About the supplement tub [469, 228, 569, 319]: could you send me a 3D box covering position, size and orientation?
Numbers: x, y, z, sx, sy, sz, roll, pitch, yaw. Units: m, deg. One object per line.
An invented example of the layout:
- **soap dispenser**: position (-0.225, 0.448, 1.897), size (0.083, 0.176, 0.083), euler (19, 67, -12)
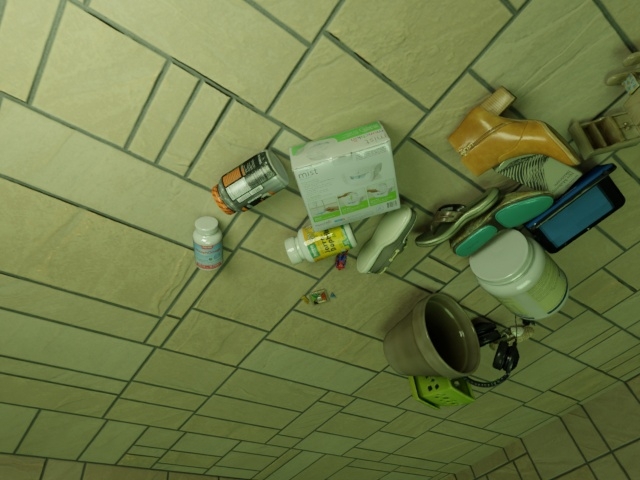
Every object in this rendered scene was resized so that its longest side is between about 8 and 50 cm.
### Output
- **supplement tub**: position (0.695, 0.119, 1.475), size (0.235, 0.235, 0.325), euler (-40, 127, 22)

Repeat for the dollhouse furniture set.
- **dollhouse furniture set**: position (0.815, -0.339, 1.118), size (0.161, 0.211, 0.242), euler (-14, 159, -1)

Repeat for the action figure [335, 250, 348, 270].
- **action figure**: position (0.073, 0.065, 1.444), size (0.038, 0.030, 0.115), euler (3, 135, -7)

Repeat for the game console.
- **game console**: position (0.830, -0.086, 1.347), size (0.293, 0.250, 0.173), euler (-43, 82, 20)

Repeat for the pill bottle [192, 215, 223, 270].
- **pill bottle**: position (-0.340, 0.009, 1.273), size (0.087, 0.087, 0.160), euler (-1, 131, -10)

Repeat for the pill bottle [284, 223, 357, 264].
- **pill bottle**: position (0.000, 0.000, 1.312), size (0.209, 0.117, 0.117), euler (-20, 132, 8)

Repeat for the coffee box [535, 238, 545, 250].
- **coffee box**: position (0.858, -0.044, 1.494), size (0.184, 0.040, 0.113), euler (-29, 129, 15)

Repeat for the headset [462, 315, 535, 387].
- **headset**: position (0.753, 0.454, 1.810), size (0.394, 0.243, 0.185), euler (-44, 152, 4)

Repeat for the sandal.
- **sandal**: position (0.424, -0.085, 1.344), size (0.303, 0.120, 0.086), euler (-39, 99, 20)

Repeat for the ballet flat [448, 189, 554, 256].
- **ballet flat**: position (0.559, -0.078, 1.349), size (0.123, 0.123, 0.349), euler (29, 128, -31)

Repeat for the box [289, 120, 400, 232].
- **box**: position (0.071, -0.172, 1.169), size (0.262, 0.126, 0.231), euler (-17, 131, 4)

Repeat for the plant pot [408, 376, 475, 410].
- **plant pot**: position (0.529, 0.633, 1.911), size (0.207, 0.227, 0.228), euler (-34, 129, 26)

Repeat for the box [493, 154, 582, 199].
- **box**: position (0.631, -0.226, 1.253), size (0.276, 0.094, 0.113), euler (16, 127, -23)

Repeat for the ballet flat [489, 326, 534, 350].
- **ballet flat**: position (0.859, 0.434, 1.901), size (0.206, 0.073, 0.067), euler (-31, 115, 11)

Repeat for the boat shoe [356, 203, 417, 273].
- **boat shoe**: position (0.227, 0.004, 1.371), size (0.091, 0.109, 0.305), euler (14, 133, -23)

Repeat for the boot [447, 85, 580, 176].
- **boot**: position (0.501, -0.241, 1.121), size (0.104, 0.295, 0.211), euler (-17, 152, -52)

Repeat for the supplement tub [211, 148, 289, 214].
- **supplement tub**: position (-0.191, -0.153, 1.140), size (0.191, 0.116, 0.117), euler (-29, 130, 15)

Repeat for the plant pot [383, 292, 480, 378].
- **plant pot**: position (0.412, 0.403, 1.657), size (0.324, 0.322, 0.280), euler (24, 139, -28)

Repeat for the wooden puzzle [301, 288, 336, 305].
- **wooden puzzle**: position (-0.006, 0.215, 1.570), size (0.117, 0.014, 0.078), euler (-21, 132, 7)
